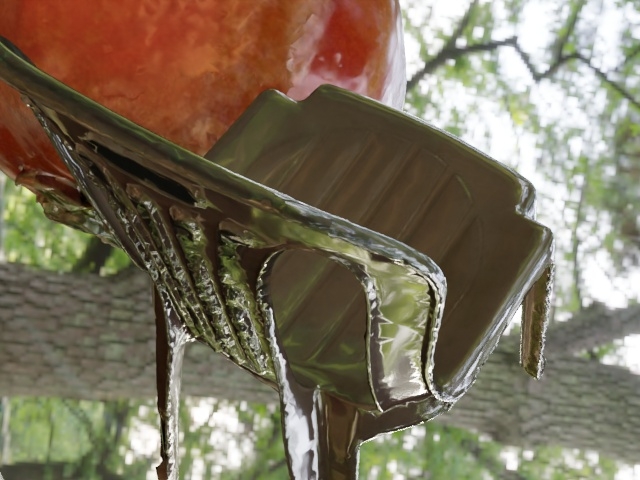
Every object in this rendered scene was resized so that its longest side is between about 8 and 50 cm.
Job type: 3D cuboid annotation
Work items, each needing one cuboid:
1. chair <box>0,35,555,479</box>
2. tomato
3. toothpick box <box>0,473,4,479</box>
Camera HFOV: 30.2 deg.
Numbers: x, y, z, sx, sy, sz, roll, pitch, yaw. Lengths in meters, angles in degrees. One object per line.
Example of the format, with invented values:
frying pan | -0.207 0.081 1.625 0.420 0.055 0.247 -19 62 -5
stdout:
chair | 0.000 0.000 0.499 0.183 0.175 0.326 -52 159 -27
tomato | -0.100 -0.135 0.862 0.293 0.325 0.290 63 47 -69
toothpick box | -0.431 0.298 0.945 0.425 0.408 0.409 120 -24 -51
